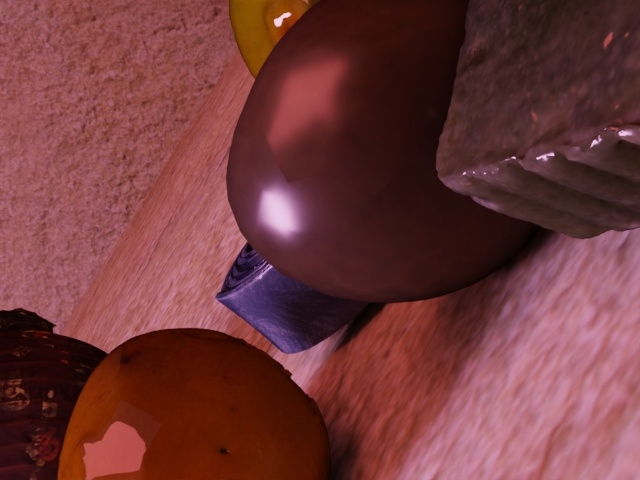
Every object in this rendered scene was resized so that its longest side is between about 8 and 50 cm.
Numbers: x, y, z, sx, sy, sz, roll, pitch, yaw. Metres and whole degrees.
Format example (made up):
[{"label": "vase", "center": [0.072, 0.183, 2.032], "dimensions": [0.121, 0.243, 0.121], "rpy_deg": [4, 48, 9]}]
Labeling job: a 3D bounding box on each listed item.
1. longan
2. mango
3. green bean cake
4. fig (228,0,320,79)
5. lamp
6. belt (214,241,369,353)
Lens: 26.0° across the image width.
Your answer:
[{"label": "longan", "center": [0.038, -0.049, 0.696], "dimensions": [0.189, 0.189, 0.189], "rpy_deg": [-52, 11, 15]}, {"label": "mango", "center": [-0.070, 0.119, 0.780], "dimensions": [0.156, 0.151, 0.249], "rpy_deg": [-23, 8, 4]}, {"label": "green bean cake", "center": [0.134, -0.100, 0.540], "dimensions": [0.185, 0.094, 0.183], "rpy_deg": [159, 129, -68]}, {"label": "fig", "center": [0.034, -0.200, 1.068], "dimensions": [0.207, 0.207, 0.230], "rpy_deg": [-44, 17, 46]}, {"label": "lamp", "center": [-0.241, 0.169, 1.098], "dimensions": [0.247, 0.247, 0.247], "rpy_deg": [-52, 11, 15]}, {"label": "belt", "center": [0.000, 0.000, 0.935], "dimensions": [0.141, 0.082, 0.190], "rpy_deg": [-55, 11, -31]}]
